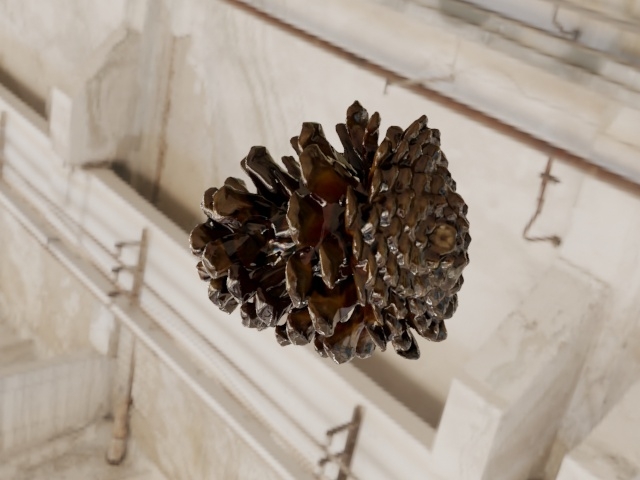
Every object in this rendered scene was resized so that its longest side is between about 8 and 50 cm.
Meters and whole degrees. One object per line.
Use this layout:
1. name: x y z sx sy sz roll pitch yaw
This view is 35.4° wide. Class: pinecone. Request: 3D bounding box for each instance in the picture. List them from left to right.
1. pinecone: -0.001 -0.003 0.960 0.292 0.246 0.246 -6 -168 32
